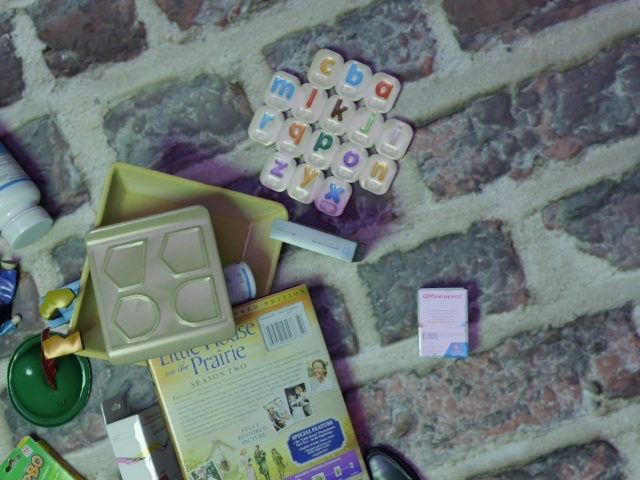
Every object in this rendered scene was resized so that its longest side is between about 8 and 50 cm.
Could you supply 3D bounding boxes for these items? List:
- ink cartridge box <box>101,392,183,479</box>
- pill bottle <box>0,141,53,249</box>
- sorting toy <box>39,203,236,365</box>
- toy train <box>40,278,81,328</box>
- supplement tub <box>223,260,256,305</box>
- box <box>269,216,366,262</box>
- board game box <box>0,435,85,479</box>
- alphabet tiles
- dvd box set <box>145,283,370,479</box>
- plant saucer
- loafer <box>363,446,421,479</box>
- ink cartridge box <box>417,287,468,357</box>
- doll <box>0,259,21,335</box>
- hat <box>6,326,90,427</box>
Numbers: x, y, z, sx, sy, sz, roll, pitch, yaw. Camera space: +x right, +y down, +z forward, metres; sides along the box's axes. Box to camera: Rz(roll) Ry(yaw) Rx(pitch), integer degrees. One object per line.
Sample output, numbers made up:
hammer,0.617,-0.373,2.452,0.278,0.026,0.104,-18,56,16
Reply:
ink cartridge box,-0.322,0.370,1.522,0.067,0.115,0.198,-20,86,7
pill bottle,-0.605,-0.094,1.570,0.124,0.124,0.221,-40,84,5
sorting toy,-0.309,0.084,1.377,0.307,0.041,0.229,-13,84,-3
toy train,-0.432,0.104,1.550,0.184,0.105,0.080,-21,85,6
supplement tub,-0.171,0.082,1.444,0.107,0.071,0.071,-17,86,-19
box,0.000,0.000,1.456,0.145,0.186,0.038,18,93,7
board game box,-0.494,0.494,1.582,0.259,0.039,0.124,41,93,4
alphabet tiles,0.017,-0.198,1.543,0.284,0.021,0.278,24,92,8
dvd box set,-0.104,0.318,1.448,0.308,0.062,0.420,-19,89,-20
plant saucer,-0.254,0.058,1.489,0.333,0.081,0.333,14,90,-24
loafer,0.156,0.460,1.476,0.076,0.078,0.223,-39,84,4
ink cartridge box,0.217,0.144,1.491,0.088,0.052,0.122,-1,89,7
doll,-0.636,0.125,1.605,0.129,0.046,0.189,14,96,-2
hat,-0.530,0.251,1.518,0.173,0.183,0.208,1,88,8
